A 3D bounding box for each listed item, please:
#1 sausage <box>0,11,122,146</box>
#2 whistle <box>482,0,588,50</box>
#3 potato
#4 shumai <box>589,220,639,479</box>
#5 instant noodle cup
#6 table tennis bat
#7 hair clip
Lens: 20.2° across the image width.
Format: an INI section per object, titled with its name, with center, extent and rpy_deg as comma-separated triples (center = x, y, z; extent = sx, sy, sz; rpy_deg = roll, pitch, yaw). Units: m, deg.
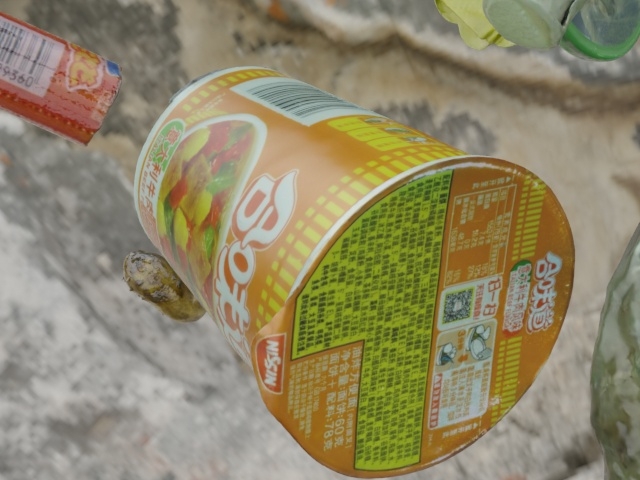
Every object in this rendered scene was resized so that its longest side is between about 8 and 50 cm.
[sausage]
center = -0.290, -0.156, 1.391
extent = 0.274, 0.074, 0.074
rpy_deg = 22, 69, -12
[whistle]
center = 0.163, -0.203, 0.934
extent = 0.067, 0.126, 0.258
rpy_deg = 5, 54, 50
[potato]
center = -0.125, 0.037, 1.458
extent = 0.040, 0.083, 0.051
rpy_deg = -46, 30, 14
[shumai]
center = 0.400, 0.095, 1.177
extent = 0.348, 0.395, 0.395
rpy_deg = 7, 64, 53
[instant noodle cup]
center = 0.000, 0.000, 0.867
extent = 0.168, 0.168, 0.185
rpy_deg = -45, 42, -7
[table tennis bat]
center = 0.149, -0.230, 1.146
extent = 0.039, 0.257, 0.160
rpy_deg = -9, 36, 39
[hair clip]
center = 0.101, -0.220, 1.461
extent = 0.173, 0.046, 0.072
rpy_deg = 40, 117, 10
